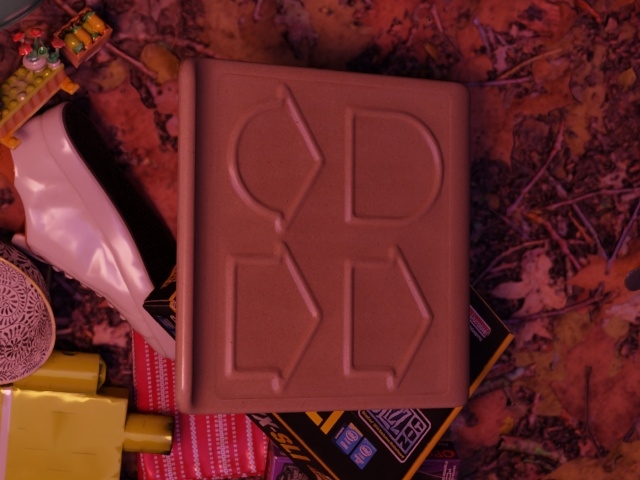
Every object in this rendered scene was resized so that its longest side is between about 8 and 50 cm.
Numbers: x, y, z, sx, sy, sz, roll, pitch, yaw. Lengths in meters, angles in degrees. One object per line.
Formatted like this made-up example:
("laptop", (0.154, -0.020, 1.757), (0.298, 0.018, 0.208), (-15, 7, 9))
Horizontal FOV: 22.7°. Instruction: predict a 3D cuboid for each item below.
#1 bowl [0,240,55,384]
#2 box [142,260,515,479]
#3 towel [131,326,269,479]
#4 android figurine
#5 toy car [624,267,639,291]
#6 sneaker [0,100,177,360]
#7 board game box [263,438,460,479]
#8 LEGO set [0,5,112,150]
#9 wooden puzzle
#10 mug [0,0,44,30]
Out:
("bowl", (-0.333, 0.053, 1.571), (0.170, 0.080, 0.170), (4, 125, 6))
("box", (0.015, 0.080, 1.610), (0.322, 0.079, 0.257), (49, 67, -20))
("towel", (-0.061, 0.163, 1.701), (0.275, 0.031, 0.199), (-4, 107, -10))
("android figurine", (-0.290, 0.229, 1.645), (0.273, 0.056, 0.248), (7, 101, -8))
("toy car", (0.428, 0.039, 1.712), (0.188, 0.149, 0.155), (-27, 99, 10))
("sneaker", (-0.228, 0.006, 1.593), (0.123, 0.106, 0.290), (-24, 109, 16))
("board game box", (0.027, 0.379, 1.761), (0.208, 0.056, 0.346), (4, 113, -8))
("LEGO set", (-0.330, -0.153, 1.477), (0.287, 0.132, 0.107), (-18, 143, -4))
("wooden puzzle", (0.000, 0.000, 1.521), (0.348, 0.080, 0.322), (2, 87, -35))
("mug", (-0.315, -0.250, 1.476), (0.129, 0.158, 0.097), (-41, 118, -22))
